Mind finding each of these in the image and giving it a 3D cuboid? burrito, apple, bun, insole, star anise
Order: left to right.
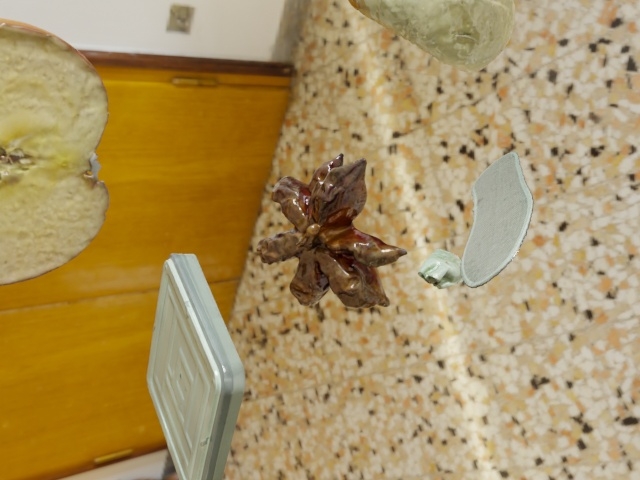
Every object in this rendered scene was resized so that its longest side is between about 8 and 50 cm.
[{"bbox_3d":[-0.378,-0.113,0.965,0.163,0.251,0.292,36,116,46],"label":"apple"},{"bbox_3d":[-0.001,-0.003,0.998,0.196,0.111,0.212,28,136,46],"label":"star anise"},{"bbox_3d":[0.145,-0.329,1.112,0.244,0.244,0.153,42,117,37],"label":"bun"},{"bbox_3d":[0.216,0.053,1.502,0.074,0.118,0.044,37,114,12],"label":"burrito"},{"bbox_3d":[0.159,-0.028,0.769,0.003,0.232,0.080,44,118,-13],"label":"insole"}]

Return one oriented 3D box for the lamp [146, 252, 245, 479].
[{"bbox_3d":[-0.179,0.192,1.185,0.266,0.047,0.269,56,141,45],"label":"lamp"}]
